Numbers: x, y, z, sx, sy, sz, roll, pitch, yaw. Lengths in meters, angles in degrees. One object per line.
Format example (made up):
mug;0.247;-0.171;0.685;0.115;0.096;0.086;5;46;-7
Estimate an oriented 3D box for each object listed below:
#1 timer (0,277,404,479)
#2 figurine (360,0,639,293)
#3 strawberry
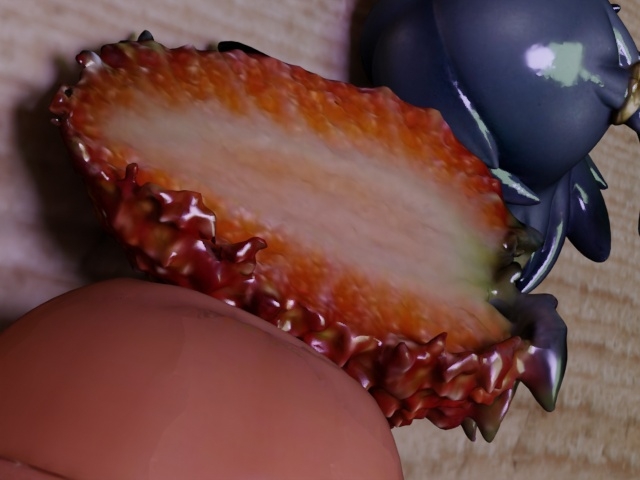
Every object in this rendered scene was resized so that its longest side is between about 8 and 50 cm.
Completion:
timer;-0.078;0.138;0.780;0.229;0.229;0.215;43;67;-50
figurine;0.131;-0.079;1.148;0.265;0.197;0.175;42;23;-47
strawberry;-0.025;-0.003;0.938;0.306;0.138;0.233;23;35;-20
